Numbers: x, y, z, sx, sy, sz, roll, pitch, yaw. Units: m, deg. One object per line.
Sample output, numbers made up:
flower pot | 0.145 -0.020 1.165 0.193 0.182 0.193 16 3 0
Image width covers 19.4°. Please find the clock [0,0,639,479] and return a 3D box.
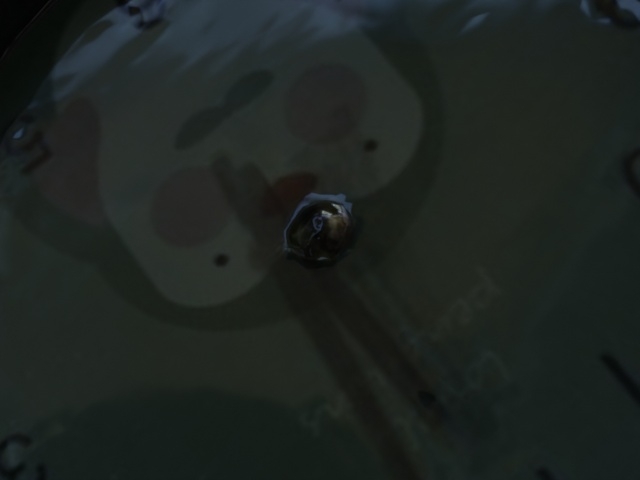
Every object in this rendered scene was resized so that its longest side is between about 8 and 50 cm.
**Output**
clock | 0.001 0.000 0.598 0.319 0.066 0.318 -7 -114 16
